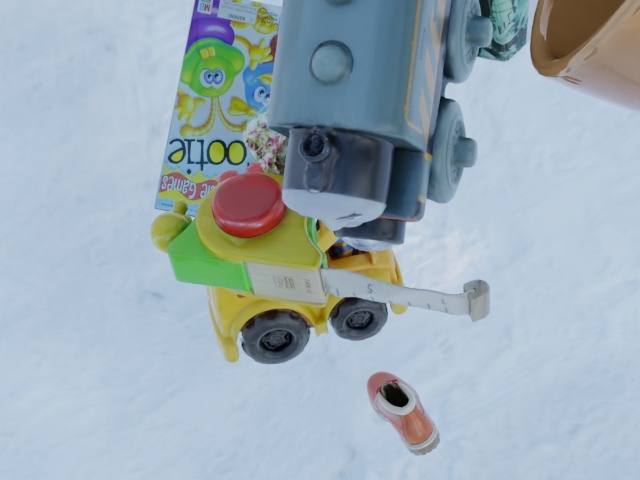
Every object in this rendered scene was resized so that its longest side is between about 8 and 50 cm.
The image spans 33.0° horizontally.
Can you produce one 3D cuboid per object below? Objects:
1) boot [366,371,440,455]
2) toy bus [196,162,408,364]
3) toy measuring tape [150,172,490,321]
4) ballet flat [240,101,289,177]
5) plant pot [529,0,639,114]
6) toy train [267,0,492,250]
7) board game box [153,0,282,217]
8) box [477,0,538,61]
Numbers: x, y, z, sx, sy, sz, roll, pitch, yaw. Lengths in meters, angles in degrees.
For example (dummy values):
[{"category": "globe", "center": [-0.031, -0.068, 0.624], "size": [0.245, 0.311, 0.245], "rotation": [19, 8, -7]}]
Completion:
[{"category": "boot", "center": [0.093, 0.197, 1.369], "size": [0.059, 0.158, 0.085], "rotation": [-36, 120, -6]}, {"category": "toy bus", "center": [-0.028, 0.004, 1.169], "size": [0.220, 0.211, 0.149], "rotation": [-14, 41, -3]}, {"category": "toy measuring tape", "center": [0.000, 0.000, 1.007], "size": [0.330, 0.121, 0.121], "rotation": [7, 83, 14]}, {"category": "ballet flat", "center": [0.012, -0.128, 0.996], "size": [0.091, 0.241, 0.077], "rotation": [-13, 73, -37]}, {"category": "plant pot", "center": [0.252, -0.163, 0.483], "size": [0.203, 0.291, 0.291], "rotation": [26, 84, -5]}, {"category": "toy train", "center": [0.039, -0.161, 0.742], "size": [0.142, 0.190, 0.334], "rotation": [8, 88, 21]}, {"category": "board game box", "center": [-0.110, -0.166, 1.396], "size": [0.142, 0.144, 0.275], "rotation": [12, 97, 1]}, {"category": "box", "center": [0.176, -0.351, 0.925], "size": [0.058, 0.322, 0.232], "rotation": [17, 51, 40]}]
